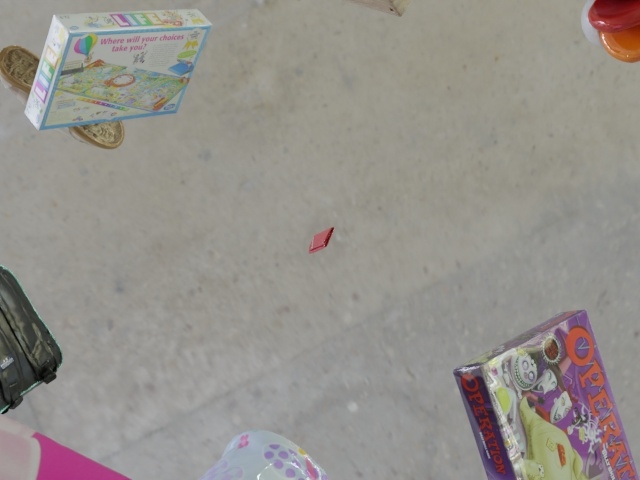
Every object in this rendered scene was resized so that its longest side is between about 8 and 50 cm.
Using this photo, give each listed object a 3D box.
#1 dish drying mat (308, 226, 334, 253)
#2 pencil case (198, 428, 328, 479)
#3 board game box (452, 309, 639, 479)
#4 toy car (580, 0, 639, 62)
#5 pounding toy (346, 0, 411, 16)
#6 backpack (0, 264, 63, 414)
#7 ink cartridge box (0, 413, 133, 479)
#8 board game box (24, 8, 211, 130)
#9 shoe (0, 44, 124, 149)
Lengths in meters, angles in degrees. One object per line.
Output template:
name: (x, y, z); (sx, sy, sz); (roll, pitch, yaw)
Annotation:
dish drying mat: (0.000, 0.000, 1.504); (0.008, 0.083, 0.032); (26, 76, -11)
pencil case: (-0.101, 0.276, 0.868); (0.113, 0.124, 0.273); (54, 45, -7)
board game box: (0.283, 0.274, 1.208); (0.056, 0.208, 0.347); (-16, 93, 46)
toy car: (0.357, -0.293, 1.208); (0.159, 0.136, 0.182); (3, 110, 45)
pounding toy: (0.037, -0.377, 1.441); (0.206, 0.094, 0.181); (26, 79, 36)
backpack: (-0.463, 0.130, 1.417); (0.144, 0.166, 0.188); (-8, 111, 40)
ink cartridge box: (-0.160, 0.126, 0.339); (0.370, 0.069, 0.176); (28, 36, -1)
board game box: (-0.177, -0.153, 0.933); (0.154, 0.103, 0.026); (-15, 54, -46)
shoe: (-0.380, -0.205, 1.528); (0.058, 0.219, 0.077); (-10, 49, 50)
